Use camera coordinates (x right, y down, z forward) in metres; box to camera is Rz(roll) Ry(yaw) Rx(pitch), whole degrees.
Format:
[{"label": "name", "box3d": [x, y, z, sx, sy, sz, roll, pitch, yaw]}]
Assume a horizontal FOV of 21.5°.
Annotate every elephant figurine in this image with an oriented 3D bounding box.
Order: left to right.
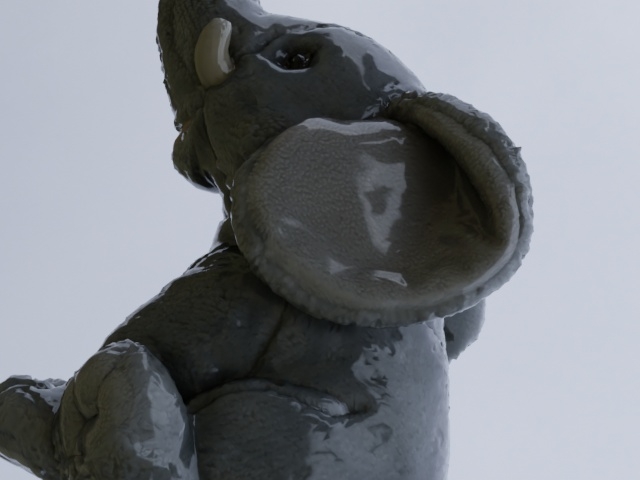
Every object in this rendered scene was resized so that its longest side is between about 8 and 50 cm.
[{"label": "elephant figurine", "box3d": [0.000, 0.000, 0.596, 0.169, 0.186, 0.239, 13, -110, 55]}]
